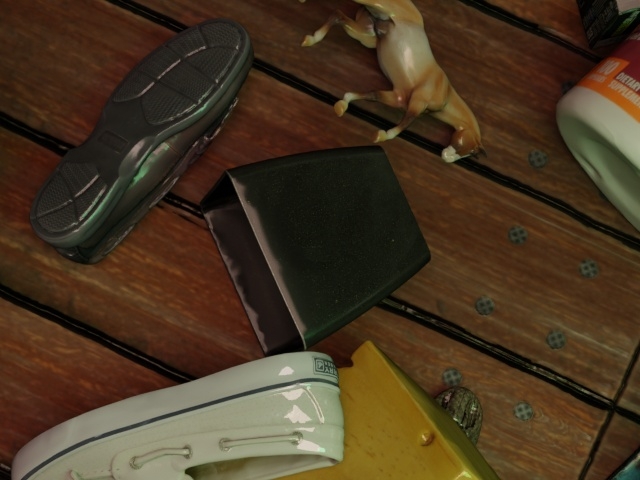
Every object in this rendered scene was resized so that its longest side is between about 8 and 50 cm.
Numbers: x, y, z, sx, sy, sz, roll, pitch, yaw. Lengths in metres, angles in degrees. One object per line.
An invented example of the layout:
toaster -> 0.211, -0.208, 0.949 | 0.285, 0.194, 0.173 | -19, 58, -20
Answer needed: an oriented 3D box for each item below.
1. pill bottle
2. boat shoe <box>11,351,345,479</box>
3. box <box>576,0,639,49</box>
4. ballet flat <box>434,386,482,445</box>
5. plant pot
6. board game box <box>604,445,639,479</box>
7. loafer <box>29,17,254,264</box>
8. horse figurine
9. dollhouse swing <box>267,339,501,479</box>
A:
pill bottle -> 0.450, -0.182, 1.619 | 0.392, 0.224, 0.224 | -42, 88, -4
boat shoe -> -0.138, 0.236, 1.573 | 0.367, 0.136, 0.156 | -19, 65, 17
box -> 0.282, -0.302, 1.642 | 0.045, 0.190, 0.184 | -13, 85, 0
ballet flat -> 0.108, 0.270, 1.662 | 0.084, 0.058, 0.249 | 22, 86, 1
plant pot -> 0.000, 0.000, 1.628 | 0.167, 0.187, 0.188 | -24, 87, -16
board game box -> 0.392, 0.291, 1.682 | 0.126, 0.026, 0.186 | -44, 88, -3
loafer -> -0.177, -0.102, 1.681 | 0.109, 0.095, 0.302 | 37, 80, 32
horse figurine -> 0.066, -0.192, 1.670 | 0.174, 0.066, 0.263 | -16, 71, -41
dollhouse swing -> 0.066, 0.358, 1.612 | 0.347, 0.315, 0.305 | -45, 128, 6
